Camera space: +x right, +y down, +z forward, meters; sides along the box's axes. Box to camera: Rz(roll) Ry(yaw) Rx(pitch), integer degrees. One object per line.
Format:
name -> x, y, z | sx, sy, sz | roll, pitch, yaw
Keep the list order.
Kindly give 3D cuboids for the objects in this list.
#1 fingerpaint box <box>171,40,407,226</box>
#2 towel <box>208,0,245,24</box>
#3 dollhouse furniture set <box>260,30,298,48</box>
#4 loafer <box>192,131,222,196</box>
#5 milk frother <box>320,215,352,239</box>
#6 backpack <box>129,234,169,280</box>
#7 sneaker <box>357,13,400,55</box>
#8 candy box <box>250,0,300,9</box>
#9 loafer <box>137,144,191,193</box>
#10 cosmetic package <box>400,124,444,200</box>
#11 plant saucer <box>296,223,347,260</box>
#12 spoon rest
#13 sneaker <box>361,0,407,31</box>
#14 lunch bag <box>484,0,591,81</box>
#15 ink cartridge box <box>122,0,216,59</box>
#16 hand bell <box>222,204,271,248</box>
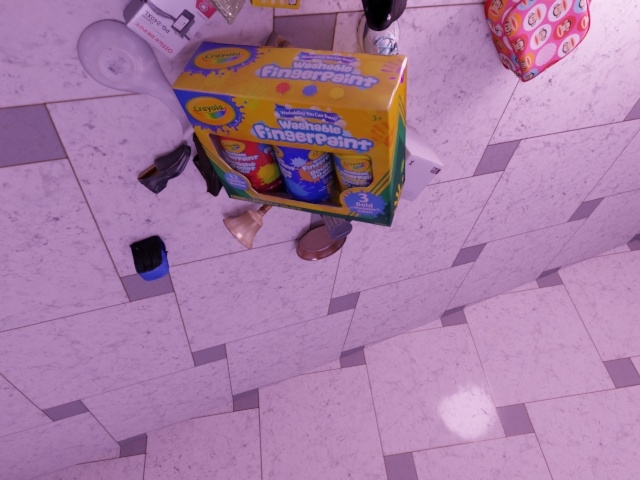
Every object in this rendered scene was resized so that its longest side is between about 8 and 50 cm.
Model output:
fingerpaint box -> -0.042, -0.225, 1.007 | 0.444, 0.163, 0.371 | 11, 151, 16
towel -> -0.191, -0.496, 0.838 | 0.027, 0.110, 0.148 | 7, 159, 36
dollhouse furniture set -> -0.042, -0.360, 1.010 | 0.160, 0.182, 0.101 | 17, 116, -43
loafer -> -0.293, -0.208, 1.183 | 0.078, 0.080, 0.220 | 13, 139, 2
milk frother -> 0.031, -0.097, 1.456 | 0.143, 0.135, 0.129 | 8, 133, -38
backpack -> -0.504, 0.062, 1.356 | 0.097, 0.120, 0.101 | -23, 145, -3
sneaker -> 0.165, -0.432, 1.104 | 0.110, 0.122, 0.283 | -20, 142, -6
candy box -> -0.076, -0.562, 0.875 | 0.105, 0.027, 0.206 | -6, 141, -20
loafer -> -0.397, -0.187, 1.147 | 0.170, 0.062, 0.061 | -40, 138, 19
cosmetic package -> 0.233, -0.242, 1.343 | 0.151, 0.184, 0.151 | 9, 133, -38
plant saucer -> 0.000, 0.000, 1.652 | 0.198, 0.036, 0.199 | -17, 145, -12
spoon rest -> -0.378, -0.339, 0.960 | 0.137, 0.084, 0.276 | -36, 130, 14
sneaker -> 0.114, -0.552, 0.868 | 0.109, 0.130, 0.286 | 2, 136, 24
lunch bag -> 0.580, -0.584, 1.159 | 0.258, 0.120, 0.293 | -37, 143, 16
ink cartridge box -> -0.288, -0.445, 0.868 | 0.150, 0.063, 0.109 | -39, 143, 18
hand bell -> -0.170, -0.100, 1.387 | 0.242, 0.126, 0.126 | -42, 143, 3
